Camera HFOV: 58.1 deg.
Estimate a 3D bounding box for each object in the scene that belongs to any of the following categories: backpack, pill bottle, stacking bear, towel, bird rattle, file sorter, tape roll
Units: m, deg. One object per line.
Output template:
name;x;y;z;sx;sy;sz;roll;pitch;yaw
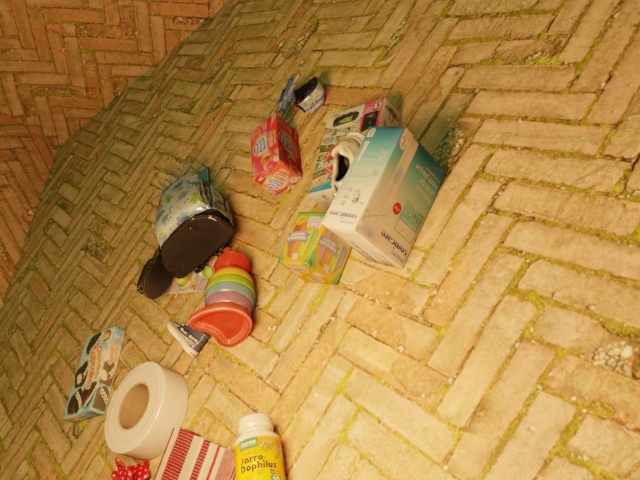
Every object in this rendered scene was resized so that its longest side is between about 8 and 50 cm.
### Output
backpack;-0.448;-0.081;2.047;0.290;0.273;0.355;-38;18;16
pill bottle;-0.147;0.529;1.377;0.117;0.117;0.208;-35;42;21
backpack;-0.030;-0.524;2.072;0.114;0.084;0.105;-36;39;29
stacking bear;-0.278;0.149;1.769;0.164;0.175;0.289;-33;36;26
towel;-0.344;0.652;1.547;0.329;0.037;0.237;0;64;47
bird rattle;-0.579;0.769;1.660;0.253;0.143;0.207;-38;51;-2
file sorter;-0.550;-0.242;2.361;0.170;0.104;0.118;-37;41;20
tape roll;-0.541;0.525;1.785;0.286;0.100;0.286;-25;47;30

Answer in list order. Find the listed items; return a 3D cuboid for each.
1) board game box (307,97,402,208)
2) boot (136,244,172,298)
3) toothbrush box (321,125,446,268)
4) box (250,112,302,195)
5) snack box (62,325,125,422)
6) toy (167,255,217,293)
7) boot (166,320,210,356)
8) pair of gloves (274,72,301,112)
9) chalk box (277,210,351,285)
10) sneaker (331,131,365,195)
board game box;0.105;-0.261;1.737;0.224;0.097;0.303;-10;57;40
boot;-0.628;0.145;2.147;0.229;0.091;0.263;-40;31;42
toothbrush box;0.167;-0.110;1.467;0.126;0.216;0.295;14;71;48
box;-0.157;-0.300;2.000;0.128;0.122;0.257;-31;44;26
snack box;-0.834;0.492;2.127;0.187;0.060;0.322;-23;47;31
toy;-0.476;0.116;2.059;0.237;0.056;0.137;-6;56;42
boot;-0.427;0.297;1.877;0.086;0.069;0.190;-49;47;-7
pair of gloves;-0.126;-0.560;2.202;0.159;0.023;0.198;-66;18;-1
chalk box;0.000;0.000;1.615;0.132;0.132;0.213;1;63;45
sneaker;0.080;-0.132;1.537;0.111;0.297;0.129;2;22;37
